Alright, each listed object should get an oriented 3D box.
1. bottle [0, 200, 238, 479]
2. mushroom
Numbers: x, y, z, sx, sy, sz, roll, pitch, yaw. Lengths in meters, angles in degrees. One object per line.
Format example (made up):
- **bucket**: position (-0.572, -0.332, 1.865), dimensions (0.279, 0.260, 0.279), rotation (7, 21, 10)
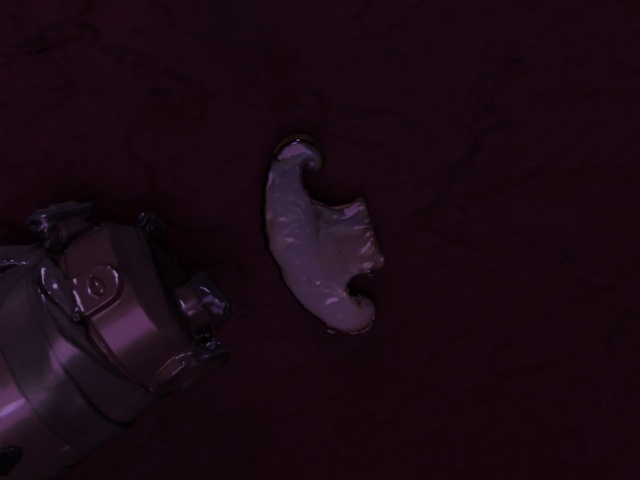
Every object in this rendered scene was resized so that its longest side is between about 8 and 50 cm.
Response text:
- **bottle**: position (-0.111, 0.046, 0.427), dimensions (0.152, 0.099, 0.099), rotation (-33, 111, 4)
- **mushroom**: position (0.000, 0.000, 0.447), dimensions (0.049, 0.019, 0.101), rotation (-15, 116, 5)
